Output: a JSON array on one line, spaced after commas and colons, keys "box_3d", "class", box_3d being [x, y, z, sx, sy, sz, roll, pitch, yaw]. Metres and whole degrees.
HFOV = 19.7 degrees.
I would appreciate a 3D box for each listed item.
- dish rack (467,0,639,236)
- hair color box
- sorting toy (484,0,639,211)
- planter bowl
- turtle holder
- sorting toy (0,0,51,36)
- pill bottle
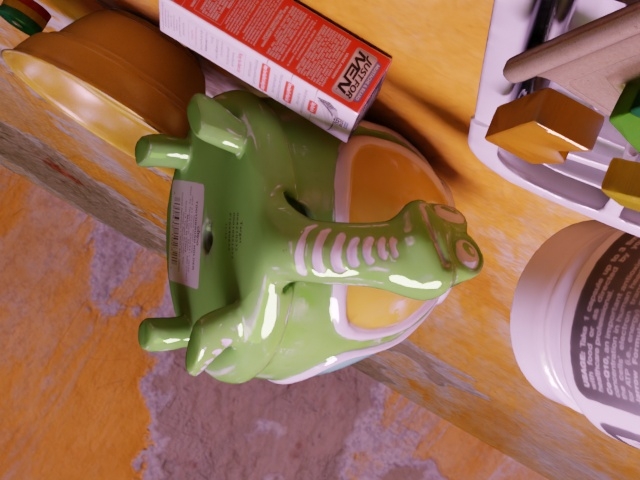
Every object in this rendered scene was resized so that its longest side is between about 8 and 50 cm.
[{"box_3d": [0.219, -0.055, 0.874, 0.286, 0.072, 0.333, 23, 170, 7], "class": "dish rack"}, {"box_3d": [-0.035, -0.144, 1.349, 0.167, 0.053, 0.093, 32, 169, 1], "class": "hair color box"}, {"box_3d": [0.191, -0.029, 0.773, 0.229, 0.041, 0.307, 26, 168, -14], "class": "sorting toy"}, {"box_3d": [-0.170, -0.145, 1.651, 0.217, 0.090, 0.217, 31, 170, 6], "class": "planter bowl"}, {"box_3d": [-0.005, -0.015, 1.472, 0.227, 0.243, 0.320, 2, 154, -22], "class": "turtle holder"}, {"box_3d": [-0.374, -0.284, 1.703, 0.274, 0.046, 0.132, 35, 170, -24], "class": "sorting toy"}, {"box_3d": [0.259, 0.068, 1.191, 0.161, 0.161, 0.283, 37, 169, -29], "class": "pill bottle"}]
